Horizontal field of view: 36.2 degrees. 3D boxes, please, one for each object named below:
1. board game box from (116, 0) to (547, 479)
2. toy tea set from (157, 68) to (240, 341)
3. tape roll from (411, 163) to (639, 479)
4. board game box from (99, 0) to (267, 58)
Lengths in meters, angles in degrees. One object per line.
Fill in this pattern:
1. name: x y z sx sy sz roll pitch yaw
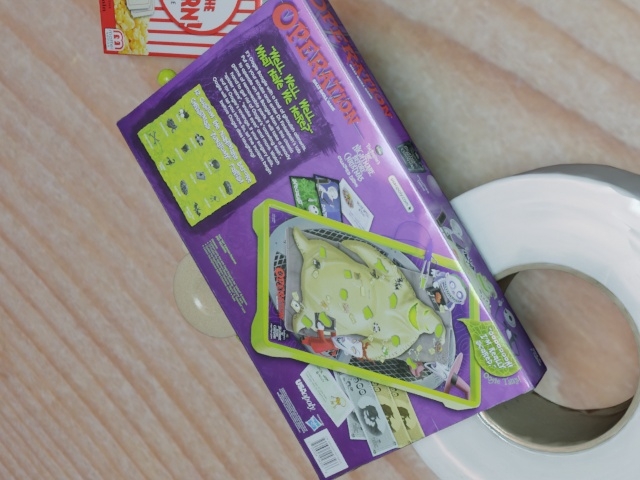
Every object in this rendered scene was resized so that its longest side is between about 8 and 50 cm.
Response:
1. board game box: 0.000 0.000 0.774 0.208 0.056 0.347 -31 87 34
2. toy tea set: -0.041 -0.022 0.895 0.200 0.124 0.336 -6 101 23
3. tape roll: 0.191 0.083 0.779 0.286 0.100 0.286 6 102 29
4. board game box: -0.124 -0.248 0.924 0.193 0.045 0.147 8 110 29
